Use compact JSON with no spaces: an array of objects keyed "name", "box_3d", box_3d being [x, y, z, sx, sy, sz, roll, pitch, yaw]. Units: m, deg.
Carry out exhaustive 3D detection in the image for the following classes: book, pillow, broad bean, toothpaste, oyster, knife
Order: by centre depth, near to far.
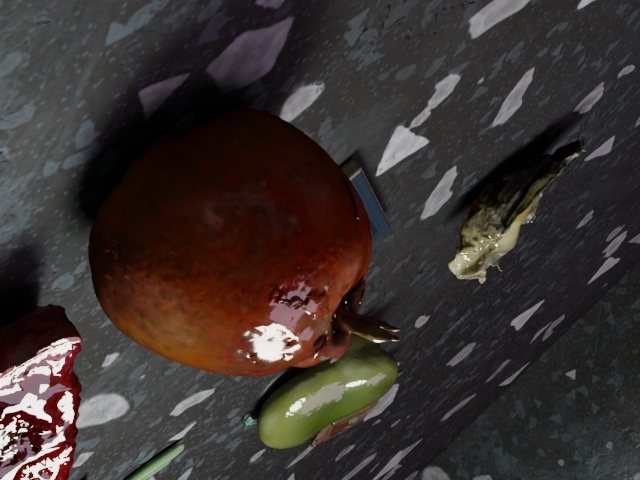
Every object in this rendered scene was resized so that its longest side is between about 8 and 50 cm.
[{"name":"book","box_3d":[0.000,0.000,1.734,0.191,0.025,0.269,-41,161,-2]},{"name":"knife","box_3d":[-0.329,0.403,1.979,0.293,0.020,0.043,-35,161,-19]},{"name":"oyster","box_3d":[0.322,-0.063,2.121,0.275,0.100,0.271,-60,159,14]},{"name":"broad bean","box_3d":[0.005,0.256,2.188,0.263,0.121,0.189,-30,156,-4]},{"name":"toothpaste","box_3d":[-0.103,0.301,2.200,0.020,0.017,0.083,-50,160,23]},{"name":"pillow","box_3d":[0.061,0.327,2.537,0.135,0.049,0.248,-25,159,-38]}]

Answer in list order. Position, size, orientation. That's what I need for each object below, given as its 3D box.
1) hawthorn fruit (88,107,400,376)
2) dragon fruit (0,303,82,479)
[{"name":"hawthorn fruit","box_3d":[-0.057,0.021,1.259,0.276,0.307,0.276,-46,157,-26]},{"name":"dragon fruit","box_3d":[-0.350,0.174,1.303,0.211,0.134,0.262,-12,132,-35]}]
